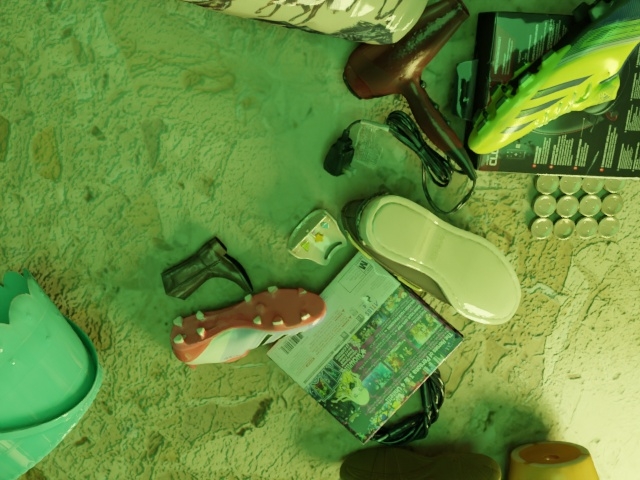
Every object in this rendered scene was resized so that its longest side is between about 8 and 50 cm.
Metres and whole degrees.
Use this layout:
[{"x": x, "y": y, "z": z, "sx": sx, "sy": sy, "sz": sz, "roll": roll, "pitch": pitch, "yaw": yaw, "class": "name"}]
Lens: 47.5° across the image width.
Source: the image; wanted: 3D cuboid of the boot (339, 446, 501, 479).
[{"x": 0.167, "y": 0.451, "z": 1.229, "sx": 0.261, "sy": 0.095, "sz": 0.203, "roll": -2, "pitch": 121, "yaw": 6, "class": "boot"}]

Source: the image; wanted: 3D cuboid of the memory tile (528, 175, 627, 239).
[{"x": 0.403, "y": -0.056, "z": 1.142, "sx": 0.148, "sy": 0.012, "sz": 0.113, "roll": -1, "pitch": 107, "yaw": -6, "class": "memory tile"}]

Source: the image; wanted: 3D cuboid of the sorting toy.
[{"x": 0.000, "y": 0.000, "z": 1.107, "sx": 0.083, "sy": 0.045, "sz": 0.075, "roll": -45, "pitch": 113, "yaw": 8, "class": "sorting toy"}]

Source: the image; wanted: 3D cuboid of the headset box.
[{"x": 0.335, "y": -0.207, "z": 1.032, "sx": 0.293, "sy": 0.110, "sz": 0.218, "roll": 2, "pitch": 107, "yaw": -2, "class": "headset box"}]

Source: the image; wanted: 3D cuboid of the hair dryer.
[{"x": 0.136, "y": -0.199, "z": 1.018, "sx": 0.223, "sy": 0.080, "sz": 0.294, "roll": 17, "pitch": 117, "yaw": 9, "class": "hair dryer"}]

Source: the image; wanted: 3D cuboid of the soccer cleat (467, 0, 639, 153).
[{"x": 0.317, "y": -0.200, "z": 0.928, "sx": 0.289, "sy": 0.093, "sz": 0.121, "roll": -43, "pitch": 105, "yaw": 9, "class": "soccer cleat"}]

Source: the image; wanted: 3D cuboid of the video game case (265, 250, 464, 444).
[{"x": 0.067, "y": 0.162, "z": 1.130, "sx": 0.210, "sy": 0.042, "sz": 0.232, "roll": 42, "pitch": 99, "yaw": 4, "class": "video game case"}]

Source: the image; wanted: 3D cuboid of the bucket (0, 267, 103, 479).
[{"x": -0.452, "y": 0.193, "z": 1.007, "sx": 0.281, "sy": 0.281, "sz": 0.183, "roll": -33, "pitch": 114, "yaw": 5, "class": "bucket"}]

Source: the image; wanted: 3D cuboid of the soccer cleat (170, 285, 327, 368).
[{"x": -0.108, "y": 0.137, "z": 1.118, "sx": 0.248, "sy": 0.083, "sz": 0.095, "roll": -14, "pitch": 137, "yaw": 3, "class": "soccer cleat"}]

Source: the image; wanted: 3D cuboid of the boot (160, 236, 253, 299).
[{"x": -0.174, "y": 0.065, "z": 1.111, "sx": 0.114, "sy": 0.037, "sz": 0.106, "roll": -36, "pitch": 98, "yaw": 5, "class": "boot"}]

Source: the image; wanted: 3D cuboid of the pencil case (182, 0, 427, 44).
[{"x": -0.049, "y": -0.348, "z": 0.852, "sx": 0.410, "sy": 0.160, "sz": 0.184, "roll": 1, "pitch": 100, "yaw": -38, "class": "pencil case"}]

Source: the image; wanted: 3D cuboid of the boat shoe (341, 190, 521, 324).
[{"x": 0.170, "y": 0.028, "z": 1.096, "sx": 0.324, "sy": 0.096, "sz": 0.117, "roll": 29, "pitch": 83, "yaw": -28, "class": "boat shoe"}]

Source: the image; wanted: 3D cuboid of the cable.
[{"x": 0.133, "y": 0.260, "z": 1.194, "sx": 0.150, "sy": 0.047, "sz": 0.184, "roll": 27, "pitch": 102, "yaw": -13, "class": "cable"}]

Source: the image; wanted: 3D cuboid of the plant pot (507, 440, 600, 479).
[{"x": 0.391, "y": 0.444, "z": 1.209, "sx": 0.205, "sy": 0.205, "sz": 0.188, "roll": -8, "pitch": 93, "yaw": -3, "class": "plant pot"}]
